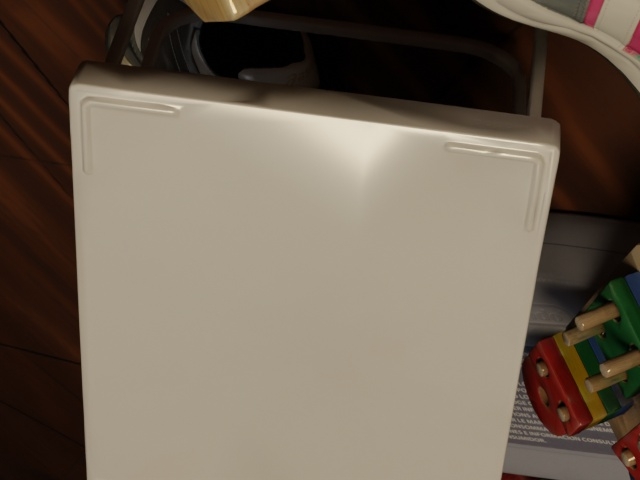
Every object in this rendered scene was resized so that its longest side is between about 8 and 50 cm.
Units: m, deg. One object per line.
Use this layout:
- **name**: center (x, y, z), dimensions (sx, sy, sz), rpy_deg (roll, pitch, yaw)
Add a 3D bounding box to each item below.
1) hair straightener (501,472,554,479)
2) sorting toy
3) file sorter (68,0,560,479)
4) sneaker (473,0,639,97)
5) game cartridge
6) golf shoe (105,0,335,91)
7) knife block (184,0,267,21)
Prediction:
- **hair straightener**: center (0.170, 0.163, 1.194), dimensions (0.089, 0.047, 0.230), rpy_deg (21, 150, -28)
- **sorting toy**: center (0.151, 0.081, 0.863), dimensions (0.274, 0.046, 0.132), rpy_deg (113, 135, -68)
- **file sorter**: center (0.000, 0.000, 0.873), dimensions (0.192, 0.173, 0.278), rpy_deg (7, 132, 3)
- **sneaker**: center (0.167, -0.106, 0.697), dimensions (0.295, 0.124, 0.178), rpy_deg (36, 155, -25)
- **game cartridge**: center (0.140, 0.064, 1.050), dimensions (0.294, 0.060, 0.196), rpy_deg (3, 144, 38)
- **golf shoe**: center (-0.021, -0.060, 0.979), dimensions (0.198, 0.077, 0.094), rpy_deg (41, 148, -20)
- **knife block**: center (-0.075, -0.244, 0.640), dimensions (0.276, 0.088, 0.242), rpy_deg (49, 157, 23)
